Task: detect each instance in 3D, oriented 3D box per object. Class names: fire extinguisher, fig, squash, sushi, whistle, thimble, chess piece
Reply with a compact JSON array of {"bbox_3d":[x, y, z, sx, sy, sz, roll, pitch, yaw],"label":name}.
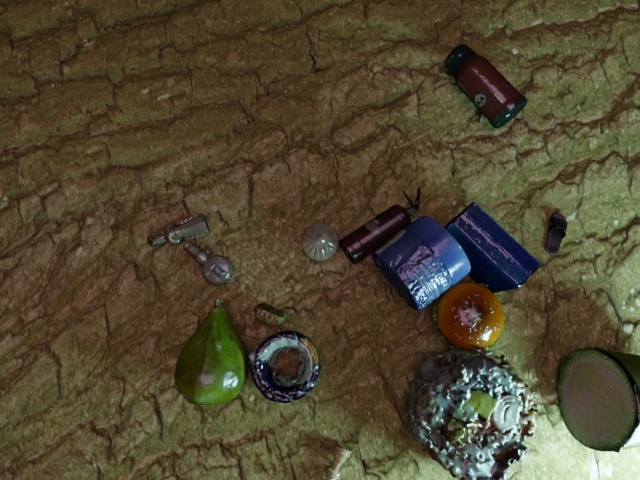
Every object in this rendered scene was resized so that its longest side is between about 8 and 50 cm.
[{"bbox_3d":[0.224,-0.063,1.518,0.344,0.102,0.138,-34,108,-5],"label":"fire extinguisher"},{"bbox_3d":[-0.323,0.372,1.385,0.233,0.233,0.314,28,75,6],"label":"fig"},{"bbox_3d":[0.970,0.502,1.340,0.308,0.310,0.310,10,78,-12],"label":"squash"},{"bbox_3d":[0.470,0.531,1.343,0.417,0.176,0.418,0,93,2],"label":"sushi"},{"bbox_3d":[-0.396,0.079,1.527,0.220,0.057,0.107,38,82,10],"label":"whistle"},{"bbox_3d":[-0.117,0.406,1.412,0.237,0.150,0.237,0,80,2],"label":"thimble"},{"bbox_3d":[0.044,0.746,1.390,0.060,0.060,0.172,24,82,5],"label":"chess piece"}]

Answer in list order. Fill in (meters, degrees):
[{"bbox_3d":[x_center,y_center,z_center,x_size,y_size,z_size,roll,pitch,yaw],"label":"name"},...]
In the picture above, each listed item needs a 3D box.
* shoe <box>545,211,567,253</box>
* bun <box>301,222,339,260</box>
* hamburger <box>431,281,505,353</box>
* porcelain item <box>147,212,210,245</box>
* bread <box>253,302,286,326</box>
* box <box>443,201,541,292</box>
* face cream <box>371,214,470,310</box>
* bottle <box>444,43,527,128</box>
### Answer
[{"bbox_3d":[0.849,-0.028,1.540,0.062,0.053,0.159,18,82,8],"label":"shoe"},{"bbox_3d":[0.000,0.000,1.522,0.138,0.094,0.138,0,76,-2],"label":"bun"},{"bbox_3d":[0.497,0.250,1.427,0.246,0.170,0.246,-1,78,3],"label":"hamburger"},{"bbox_3d":[-0.511,-0.027,1.550,0.213,0.054,0.084,-20,77,-4],"label":"porcelain item"},{"bbox_3d":[-0.179,0.257,1.487,0.110,0.060,0.066,23,65,4],"label":"bread"},{"bbox_3d":[0.532,0.032,1.422,0.116,0.261,0.279,-44,82,-6],"label":"box"},{"bbox_3d":[0.326,0.078,1.425,0.225,0.249,0.249,-38,81,-3],"label":"face cream"},{"bbox_3d":[0.603,-0.586,1.607,0.144,0.144,0.336,-37,81,-6],"label":"bottle"}]
